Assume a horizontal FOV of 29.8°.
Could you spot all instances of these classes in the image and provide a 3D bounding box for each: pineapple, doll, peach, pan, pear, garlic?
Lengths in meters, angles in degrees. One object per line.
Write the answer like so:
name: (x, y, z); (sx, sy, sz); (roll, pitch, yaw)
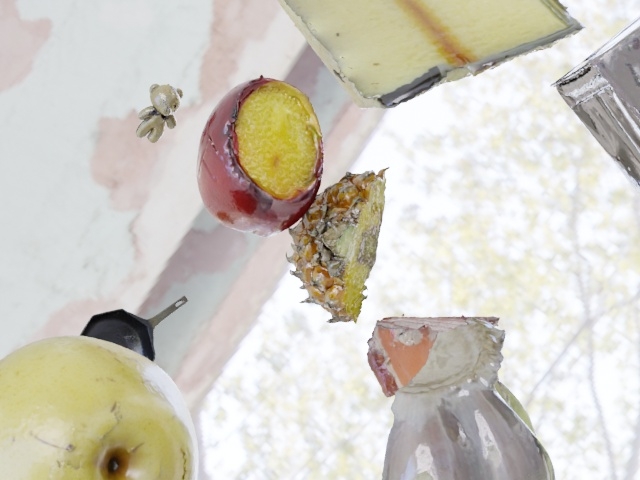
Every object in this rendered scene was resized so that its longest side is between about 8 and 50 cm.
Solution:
pineapple: (-0.001, 0.006, 1.817); (0.164, 0.139, 0.250); (-24, -53, -62)
doll: (-0.243, -0.193, 1.821); (0.061, 0.051, 0.093); (16, -39, -26)
peach: (-0.085, -0.123, 1.750); (0.196, 0.189, 0.226); (-63, -8, -60)
pan: (-0.305, 0.172, 1.965); (0.202, 0.048, 0.128); (-11, -91, -29)
pear: (-0.331, 0.297, 1.608); (0.348, 0.348, 0.348); (-34, -34, -27)
garlic: (0.157, 0.250, 1.385); (0.210, 0.237, 0.292); (-12, -70, -7)

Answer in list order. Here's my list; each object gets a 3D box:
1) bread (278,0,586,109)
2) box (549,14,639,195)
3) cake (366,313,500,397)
bread: (0.127, -0.379, 1.815); (0.345, 0.405, 0.242); (-32, -2, 0)
box: (0.445, -0.208, 1.341); (0.297, 0.190, 0.225); (-40, -1, -1)
cake: (0.180, 0.165, 2.001); (0.098, 0.135, 0.287); (-5, -17, -41)
